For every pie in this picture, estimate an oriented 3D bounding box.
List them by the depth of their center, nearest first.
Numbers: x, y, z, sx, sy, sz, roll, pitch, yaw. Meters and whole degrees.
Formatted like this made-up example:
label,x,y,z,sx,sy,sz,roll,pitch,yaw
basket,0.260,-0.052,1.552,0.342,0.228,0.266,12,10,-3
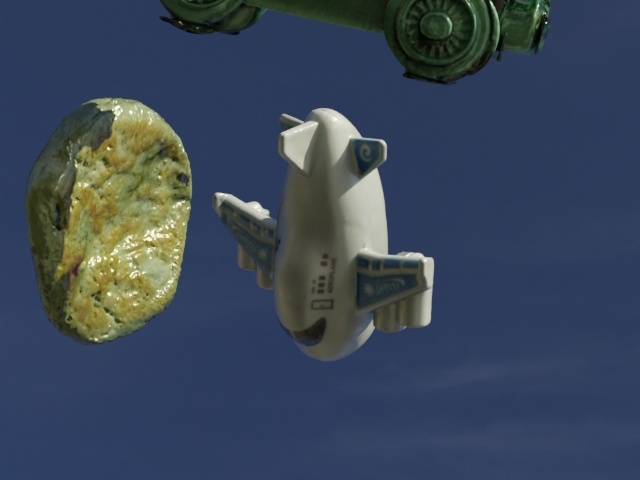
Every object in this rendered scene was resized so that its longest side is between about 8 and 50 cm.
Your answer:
label,x,y,z,sx,sy,sz,roll,pitch,yaw
pie,-0.157,-0.014,1.021,0.041,0.187,0.187,6,-67,29

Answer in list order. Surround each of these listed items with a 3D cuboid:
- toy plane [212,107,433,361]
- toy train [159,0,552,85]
label,x,y,z,sx,sy,sz,roll,pitch,yaw
toy plane,0.004,-0.001,1.337,0.267,0.123,0.267,20,-57,35
toy train,0.015,-0.217,0.910,0.301,0.120,0.202,13,-78,6
